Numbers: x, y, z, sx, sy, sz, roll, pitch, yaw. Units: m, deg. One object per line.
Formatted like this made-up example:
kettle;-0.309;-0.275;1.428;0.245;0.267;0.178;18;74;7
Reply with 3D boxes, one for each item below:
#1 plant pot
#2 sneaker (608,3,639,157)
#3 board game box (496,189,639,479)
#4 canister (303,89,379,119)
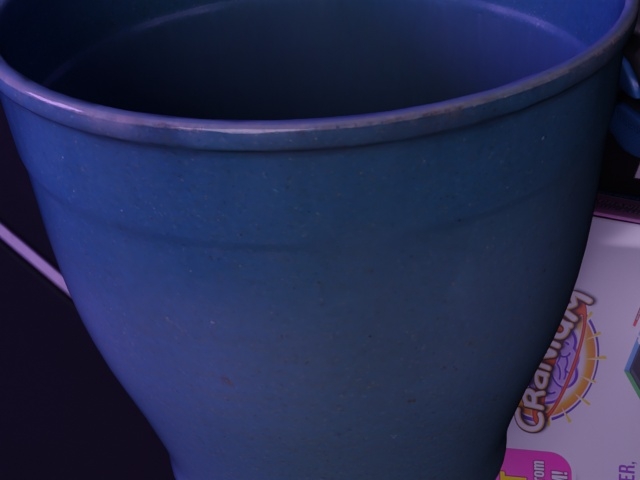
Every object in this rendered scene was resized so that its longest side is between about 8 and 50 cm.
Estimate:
plant pot;0.000;0.000;0.515;0.271;0.271;0.255;10;124;20
sneaker;0.156;-0.216;0.553;0.139;0.125;0.341;-24;90;-2
board game box;0.231;0.106;0.606;0.316;0.064;0.242;12;106;19
canister;-0.031;-0.028;0.678;0.126;0.073;0.170;25;109;15
